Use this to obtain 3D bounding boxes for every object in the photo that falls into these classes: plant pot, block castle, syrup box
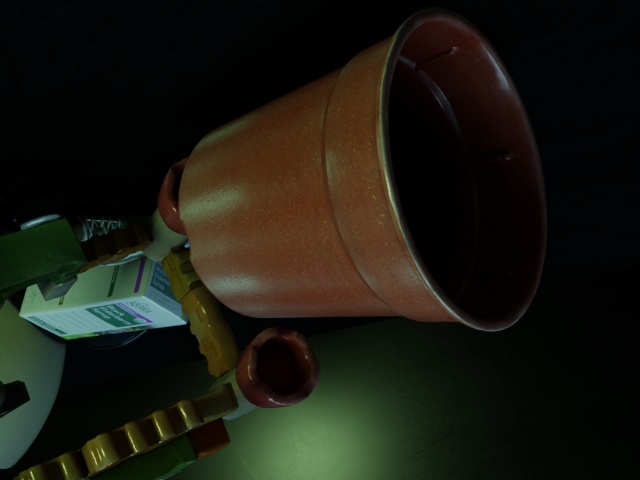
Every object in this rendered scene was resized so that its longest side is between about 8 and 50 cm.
[{"bbox_3d":[0.028,-0.041,0.766,0.265,0.273,0.272,-11,170,38],"label":"plant pot"},{"bbox_3d":[-0.243,0.110,0.811,0.453,0.303,0.213,-19,168,-37],"label":"block castle"},{"bbox_3d":[-0.515,0.186,1.292,0.191,0.284,0.284,-45,169,-7],"label":"plant pot"},{"bbox_3d":[-0.292,0.068,1.143,0.236,0.096,0.093,-9,149,30],"label":"syrup box"}]

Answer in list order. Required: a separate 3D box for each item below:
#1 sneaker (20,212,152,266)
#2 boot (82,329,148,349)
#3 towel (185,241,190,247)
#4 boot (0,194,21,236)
[{"bbox_3d":[-0.294,-0.002,1.019,0.192,0.064,0.086,-7,171,-2],"label":"sneaker"},{"bbox_3d":[-0.349,0.120,1.425,0.246,0.094,0.207,-19,168,12],"label":"boot"},{"bbox_3d":[-0.085,0.005,1.098,0.243,0.040,0.336,28,149,-27],"label":"towel"},{"bbox_3d":[-0.440,-0.017,0.805,0.222,0.118,0.338,-18,174,0],"label":"boot"}]
